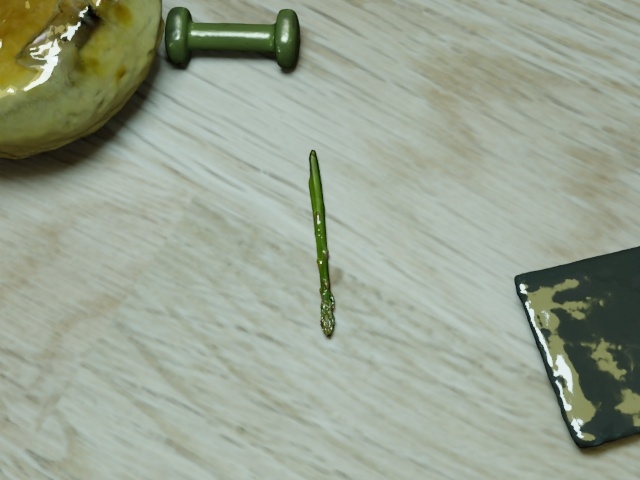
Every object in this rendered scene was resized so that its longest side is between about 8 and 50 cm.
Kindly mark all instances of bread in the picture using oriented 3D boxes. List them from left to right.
[{"bbox_3d":[-0.245,-0.177,0.992,0.244,0.134,0.244,-1,69,2],"label":"bread"}]

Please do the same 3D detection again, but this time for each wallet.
[{"bbox_3d":[0.305,0.058,0.914,0.285,0.030,0.146,-15,64,-5],"label":"wallet"}]

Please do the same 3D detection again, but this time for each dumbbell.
[{"bbox_3d":[-0.077,-0.177,1.028,0.118,0.046,0.052,2,72,4],"label":"dumbbell"}]

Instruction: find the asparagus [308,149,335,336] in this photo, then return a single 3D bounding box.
[{"bbox_3d":[0.000,0.000,0.964,0.016,0.013,0.166,13,61,-37],"label":"asparagus"}]
